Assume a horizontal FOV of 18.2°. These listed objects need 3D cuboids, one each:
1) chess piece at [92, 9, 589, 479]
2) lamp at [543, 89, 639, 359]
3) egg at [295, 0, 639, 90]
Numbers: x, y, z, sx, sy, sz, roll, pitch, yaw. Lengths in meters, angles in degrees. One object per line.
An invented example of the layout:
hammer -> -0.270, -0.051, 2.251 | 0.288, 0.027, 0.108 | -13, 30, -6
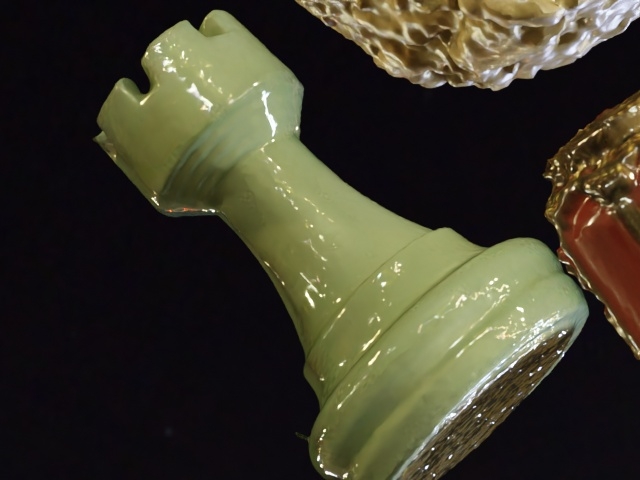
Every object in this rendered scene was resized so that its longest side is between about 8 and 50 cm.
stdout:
chess piece -> 0.000, 0.000, 1.225 | 0.299, 0.194, 0.194 | 46, -41, 15
lamp -> 0.277, 0.020, 1.372 | 0.177, 0.177, 0.274 | -38, -92, 38
egg -> 0.028, -0.092, 0.429 | 0.118, 0.140, 0.116 | -26, -43, -26
